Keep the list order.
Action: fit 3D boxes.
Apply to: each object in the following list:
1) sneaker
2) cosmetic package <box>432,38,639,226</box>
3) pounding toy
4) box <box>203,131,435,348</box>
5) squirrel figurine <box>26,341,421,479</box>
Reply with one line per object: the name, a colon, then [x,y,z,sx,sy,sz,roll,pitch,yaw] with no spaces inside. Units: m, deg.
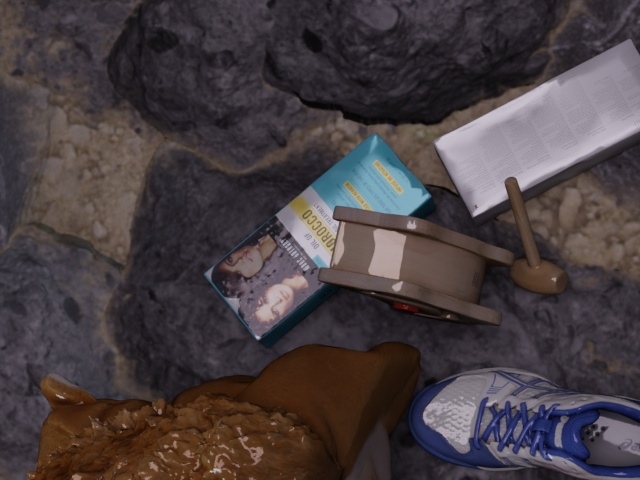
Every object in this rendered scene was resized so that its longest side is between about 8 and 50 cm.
sneaker: [0.232,0.184,1.490,0.296,0.131,0.112,4,81,11]
cosmetic package: [0.250,-0.114,1.584,0.239,0.060,0.099,-27,74,3]
pounding toy: [0.120,0.002,1.520,0.154,0.269,0.155,6,80,48]
box: [0.000,0.000,1.600,0.244,0.060,0.100,-40,75,-1]
squirrel figurine: [-0.140,0.222,1.416,0.370,0.397,0.281,4,89,23]
